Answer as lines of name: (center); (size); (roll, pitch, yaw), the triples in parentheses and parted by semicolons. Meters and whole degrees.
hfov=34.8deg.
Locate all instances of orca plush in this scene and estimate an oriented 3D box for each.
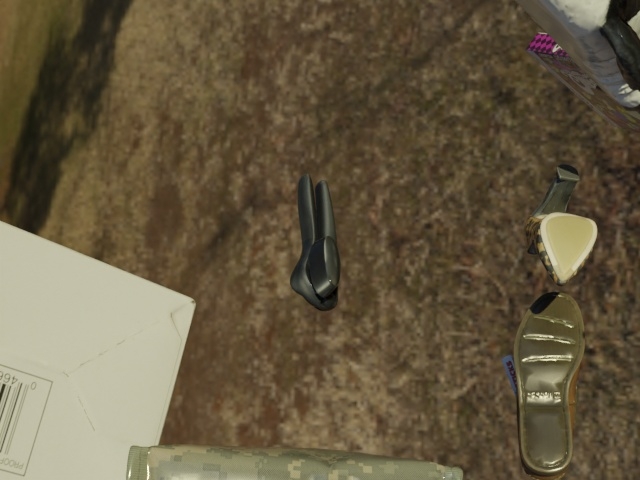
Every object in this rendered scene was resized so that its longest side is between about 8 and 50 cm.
orca plush: (0.186, -0.159, 0.624); (0.102, 0.287, 0.151); (-48, 43, 12)

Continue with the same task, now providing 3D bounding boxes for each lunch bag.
lunch bag: (-0.032, 0.252, 0.792); (0.287, 0.235, 0.168); (105, 169, -73)

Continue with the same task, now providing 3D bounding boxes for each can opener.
can opener: (0.000, 0.000, 1.195); (0.073, 0.059, 0.186); (-33, 41, 31)

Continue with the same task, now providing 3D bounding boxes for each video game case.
video game case: (0.435, -0.228, 1.522); (0.042, 0.210, 0.232); (-54, 20, 4)

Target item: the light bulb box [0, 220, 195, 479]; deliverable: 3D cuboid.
light bulb box: (-0.381, 0.116, 1.009); (0.361, 0.358, 0.225); (-13, 57, 52)

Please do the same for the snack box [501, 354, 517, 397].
snack box: (0.360, 0.284, 1.750); (0.022, 0.064, 0.178); (-29, 60, 21)

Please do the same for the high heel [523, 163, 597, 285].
high heel: (0.373, 0.024, 1.651); (0.261, 0.093, 0.186); (-75, -1, -46)

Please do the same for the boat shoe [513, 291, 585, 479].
boat shoe: (0.361, 0.237, 1.648); (0.104, 0.111, 0.307); (72, -152, -61)
